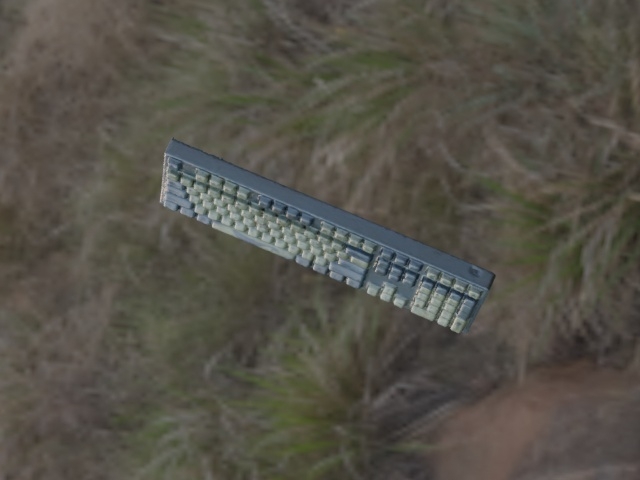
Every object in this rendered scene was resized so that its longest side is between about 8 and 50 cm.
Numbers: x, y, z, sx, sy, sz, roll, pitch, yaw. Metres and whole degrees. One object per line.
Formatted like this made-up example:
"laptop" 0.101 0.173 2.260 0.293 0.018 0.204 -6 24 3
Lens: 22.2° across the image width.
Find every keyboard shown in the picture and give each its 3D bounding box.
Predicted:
"keyboard" 0.000 -0.001 0.831 0.055 0.176 0.014 107 -173 -60
